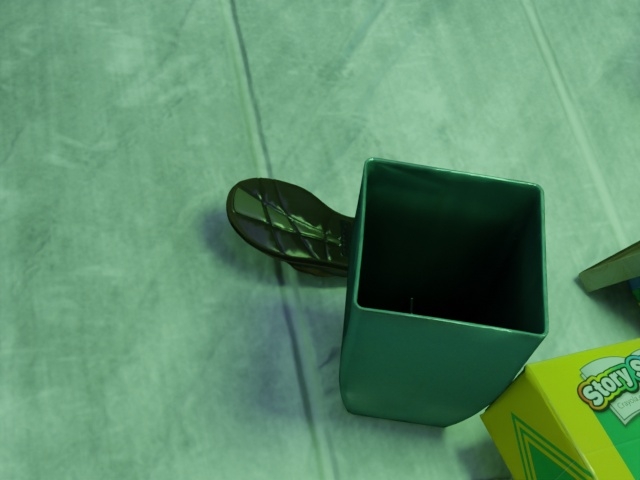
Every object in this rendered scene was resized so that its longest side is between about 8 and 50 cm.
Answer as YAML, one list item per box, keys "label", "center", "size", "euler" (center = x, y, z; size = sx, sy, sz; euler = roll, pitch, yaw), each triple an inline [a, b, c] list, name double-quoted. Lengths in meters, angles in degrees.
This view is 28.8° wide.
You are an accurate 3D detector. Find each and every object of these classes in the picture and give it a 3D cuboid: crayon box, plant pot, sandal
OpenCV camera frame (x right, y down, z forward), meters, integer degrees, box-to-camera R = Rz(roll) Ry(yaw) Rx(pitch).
- label: "crayon box"
  center: [0.379, 0.235, 1.164]
  size: [0.363, 0.106, 0.313]
  euler: [-8, 55, -31]
- label: "plant pot"
  center: [0.099, 0.070, 1.166]
  size: [0.166, 0.234, 0.165]
  euler: [9, 53, -4]
- label: "sandal"
  center: [0.000, 0.000, 1.313]
  size: [0.219, 0.060, 0.090]
  euler: [14, 57, -21]

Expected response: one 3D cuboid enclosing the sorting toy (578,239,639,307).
- label: "sorting toy"
  center: [0.450, 0.001, 1.308]
  size: [0.257, 0.255, 0.089]
  euler: [-25, 88, -25]
